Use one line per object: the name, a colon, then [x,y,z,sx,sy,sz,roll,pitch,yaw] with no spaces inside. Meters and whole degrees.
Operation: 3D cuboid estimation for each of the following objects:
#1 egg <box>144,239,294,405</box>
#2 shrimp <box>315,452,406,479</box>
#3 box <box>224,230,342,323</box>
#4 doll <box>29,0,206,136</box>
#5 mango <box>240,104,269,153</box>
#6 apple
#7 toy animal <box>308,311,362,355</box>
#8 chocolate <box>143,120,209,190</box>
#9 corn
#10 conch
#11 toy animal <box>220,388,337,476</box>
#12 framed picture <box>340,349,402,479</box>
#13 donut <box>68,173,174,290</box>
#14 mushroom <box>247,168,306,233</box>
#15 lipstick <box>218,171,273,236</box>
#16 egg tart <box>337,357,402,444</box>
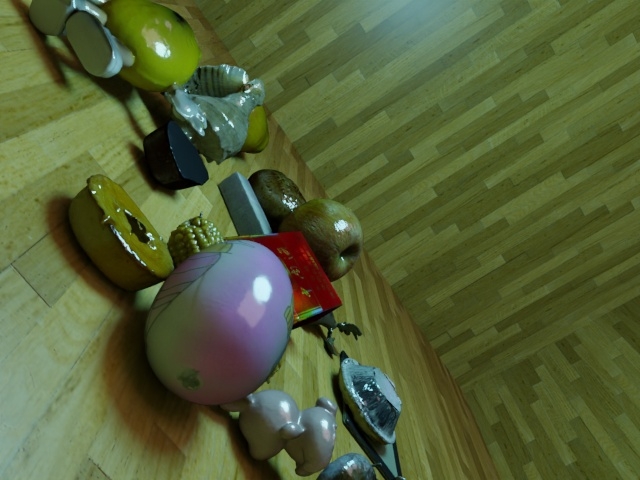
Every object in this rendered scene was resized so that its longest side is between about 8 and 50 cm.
egg: [-0.132,0.099,0.854,0.196,0.196,0.271,51,32,-32]
shrimp: [0.066,0.444,1.028,0.145,0.116,0.343,-65,149,-28]
box: [-0.092,0.087,1.260,0.197,0.089,0.313,60,24,10]
doll: [-0.368,-0.385,1.245,0.423,0.161,0.348,26,35,-52]
mango: [-0.244,-0.366,1.886,0.211,0.173,0.317,60,4,12]
apple: [0.000,0.000,1.536,0.188,0.211,0.211,38,-1,30]
toy animal: [0.007,0.204,1.608,0.186,0.093,0.214,56,16,21]
chocolate: [-0.294,-0.146,1.223,0.125,0.080,0.149,-95,160,-44]
corn: [-0.157,0.103,1.049,0.313,0.102,0.102,58,10,1]
conch: [-0.277,-0.315,1.510,0.263,0.186,0.324,45,36,1]
toy animal: [-0.082,0.275,0.936,0.212,0.124,0.124,24,14,-3]
framed picture: [0.129,0.459,1.580,0.265,0.016,0.347,55,11,-15]
donut: [-0.285,-0.005,0.875,0.178,0.065,0.162,55,5,-10]
mushroom: [-0.113,-0.088,1.704,0.253,0.153,0.253,55,-3,4]
lipstick: [-0.163,-0.027,1.514,0.068,0.066,0.317,38,22,-58]
egg tart: [0.130,0.385,1.509,0.234,0.094,0.234,53,13,-18]
